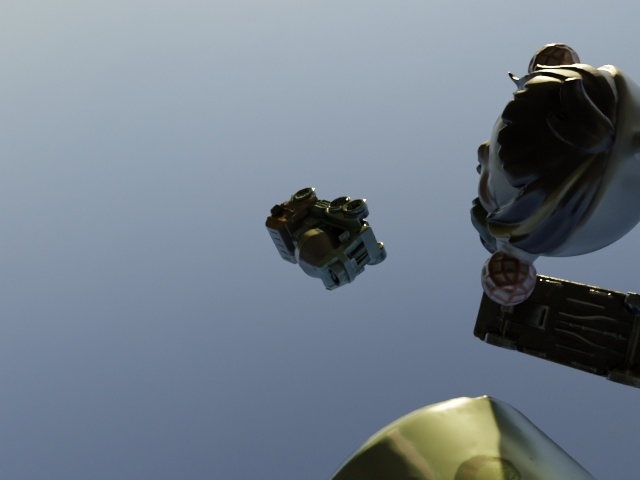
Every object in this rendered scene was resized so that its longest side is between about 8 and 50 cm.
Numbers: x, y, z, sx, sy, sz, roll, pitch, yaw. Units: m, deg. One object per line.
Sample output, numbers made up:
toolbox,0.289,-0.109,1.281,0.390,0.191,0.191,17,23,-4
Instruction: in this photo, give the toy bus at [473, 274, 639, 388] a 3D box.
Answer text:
toy bus,0.430,0.144,1.303,0.330,0.152,0.144,13,-92,42

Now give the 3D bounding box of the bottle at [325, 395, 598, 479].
bottle,0.132,0.257,0.391,0.229,0.229,0.351,-38,-145,-6

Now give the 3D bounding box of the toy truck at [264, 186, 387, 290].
toy truck,0.000,0.000,1.318,0.140,0.108,0.256,-37,-150,-21

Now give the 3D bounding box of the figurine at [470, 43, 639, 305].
figurine,0.238,-0.061,0.816,0.167,0.370,0.282,14,-101,3
